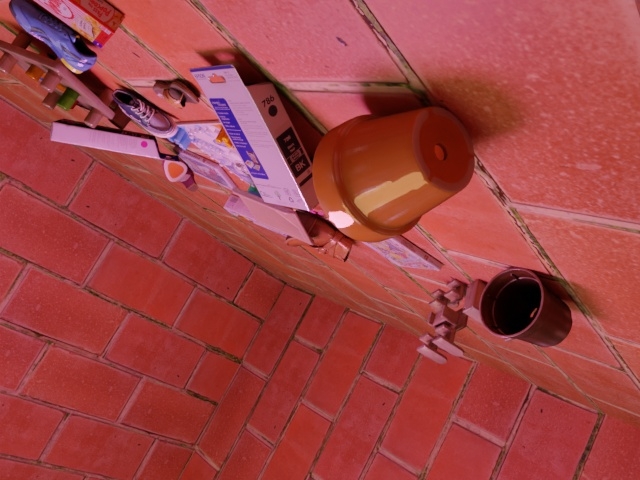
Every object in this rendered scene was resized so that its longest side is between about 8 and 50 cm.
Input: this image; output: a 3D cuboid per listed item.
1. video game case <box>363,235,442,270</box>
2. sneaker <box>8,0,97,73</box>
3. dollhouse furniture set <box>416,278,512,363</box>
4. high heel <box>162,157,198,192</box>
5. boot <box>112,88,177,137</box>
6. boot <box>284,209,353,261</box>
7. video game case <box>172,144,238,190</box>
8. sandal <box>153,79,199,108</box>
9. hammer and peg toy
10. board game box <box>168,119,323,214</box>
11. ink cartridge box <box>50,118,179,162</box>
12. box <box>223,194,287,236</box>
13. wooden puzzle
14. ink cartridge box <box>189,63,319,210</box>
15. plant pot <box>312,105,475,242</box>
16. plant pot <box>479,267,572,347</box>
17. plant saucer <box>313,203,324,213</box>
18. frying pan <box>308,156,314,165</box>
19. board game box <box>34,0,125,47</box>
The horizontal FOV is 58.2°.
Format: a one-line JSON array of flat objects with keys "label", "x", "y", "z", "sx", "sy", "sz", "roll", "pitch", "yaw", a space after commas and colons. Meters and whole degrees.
[{"label": "video game case", "x": 0.215, "y": 0.024, "z": 1.683, "sx": 0.206, "sy": 0.026, "sz": 0.227, "roll": 32, "pitch": 168, "yaw": -21}, {"label": "sneaker", "x": -0.609, "y": -0.485, "z": 1.327, "sx": 0.082, "sy": 0.069, "sz": 0.209, "roll": -24, "pitch": 126, "yaw": 34}, {"label": "dollhouse furniture set", "x": 0.428, "y": 0.235, "z": 1.658, "sx": 0.161, "sy": 0.212, "sz": 0.242, "roll": 32, "pitch": 142, "yaw": -12}, {"label": "high heel", "x": -0.513, "y": -0.264, "z": 2.048, "sx": 0.117, "sy": 0.082, "sz": 0.244, "roll": 56, "pitch": -176, "yaw": 22}, {"label": "boot", "x": -0.488, "y": -0.350, "z": 1.587, "sx": 0.190, "sy": 0.069, "sz": 0.086, "roll": 28, "pitch": 172, "yaw": 14}, {"label": "boot", "x": 0.000, "y": 0.000, "z": 1.945, "sx": 0.220, "sy": 0.109, "sz": 0.283, "roll": 28, "pitch": 160, "yaw": 2}, {"label": "video game case", "x": -0.390, "y": -0.243, "z": 1.969, "sx": 0.184, "sy": 0.023, "sz": 0.201, "roll": 25, "pitch": 169, "yaw": 17}, {"label": "sandal", "x": -0.344, "y": -0.336, "z": 1.347, "sx": 0.180, "sy": 0.049, "sz": 0.072, "roll": 18, "pitch": 165, "yaw": 45}, {"label": "hammer and peg toy", "x": -0.733, "y": -0.431, "z": 1.670, "sx": 0.266, "sy": 0.127, "sz": 0.361, "roll": 24, "pitch": 169, "yaw": 22}, {"label": "board game box", "x": -0.208, "y": -0.202, "z": 1.630, "sx": 0.390, "sy": 0.050, "sz": 0.390, "roll": 36, "pitch": 166, "yaw": -35}, {"label": "ink cartridge box", "x": -0.624, "y": -0.310, "z": 1.786, "sx": 0.371, "sy": 0.069, "sz": 0.176, "roll": 10, "pitch": -169, "yaw": -18}, {"label": "box", "x": -0.220, "y": -0.090, "z": 2.142, "sx": 0.324, "sy": 0.067, "sz": 0.063, "roll": 21, "pitch": 168, "yaw": 31}, {"label": "wooden puzzle", "x": -0.136, "y": -0.079, "z": 1.753, "sx": 0.221, "sy": 0.044, "sz": 0.238, "roll": 23, "pitch": 166, "yaw": 25}, {"label": "ink cartridge box", "x": -0.120, "y": -0.213, "z": 1.148, "sx": 0.165, "sy": 0.065, "sz": 0.332, "roll": 16, "pitch": 143, "yaw": 47}, {"label": "plant pot", "x": 0.123, "y": -0.113, "z": 0.884, "sx": 0.205, "sy": 0.205, "sz": 0.188, "roll": 33, "pitch": 153, "yaw": -24}, {"label": "plant pot", "x": 0.490, "y": 0.170, "z": 1.345, "sx": 0.165, "sy": 0.166, "sz": 0.167, "roll": 27, "pitch": 172, "yaw": -32}, {"label": "plant saucer", "x": -0.034, "y": -0.125, "z": 1.338, "sx": 0.200, "sy": 0.037, "sz": 0.200, "roll": 25, "pitch": 166, "yaw": 7}, {"label": "frying pan", "x": -0.039, "y": -0.164, "z": 1.381, "sx": 0.326, "sy": 0.053, "sz": 0.197, "roll": 27, "pitch": 168, "yaw": 19}, {"label": "board game box", "x": -0.490, "y": -0.467, "z": 1.118, "sx": 0.193, "sy": 0.045, "sz": 0.147, "roll": 34, "pitch": 168, "yaw": -28}]
